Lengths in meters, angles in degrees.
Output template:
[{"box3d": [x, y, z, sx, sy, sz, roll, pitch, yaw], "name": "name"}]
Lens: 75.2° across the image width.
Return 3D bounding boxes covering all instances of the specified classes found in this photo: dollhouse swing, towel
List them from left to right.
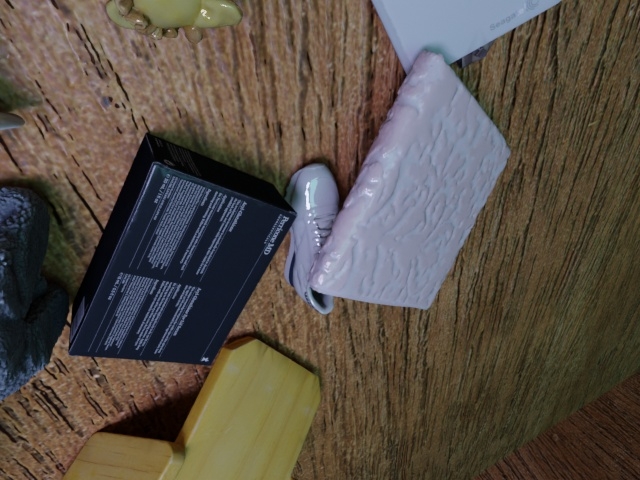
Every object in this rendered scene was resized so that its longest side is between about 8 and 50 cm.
[{"box3d": [-0.214, 0.368, 0.786, 0.315, 0.305, 0.347, -10, 143, 31], "name": "dollhouse swing"}, {"box3d": [0.154, -0.055, 0.637, 0.317, 0.053, 0.332, 18, 101, -49], "name": "towel"}]

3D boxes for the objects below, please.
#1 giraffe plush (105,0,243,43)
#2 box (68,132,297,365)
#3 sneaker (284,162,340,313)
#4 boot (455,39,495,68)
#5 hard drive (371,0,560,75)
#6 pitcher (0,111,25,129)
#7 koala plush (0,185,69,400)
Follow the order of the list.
[{"box3d": [-0.140, -0.253, 0.333, 0.210, 0.181, 0.170, -49, 154, -6], "name": "giraffe plush"}, {"box3d": [-0.179, 0.027, 0.534, 0.184, 0.103, 0.261, 20, 110, -35], "name": "box"}, {"box3d": [0.000, 0.000, 0.626, 0.090, 0.095, 0.235, -13, 126, -20], "name": "sneaker"}, {"box3d": [0.203, -0.300, 0.569, 0.087, 0.042, 0.118, -41, 126, 12], "name": "boot"}, {"box3d": [0.130, -0.346, 0.443, 0.203, 0.040, 0.307, -25, 136, 20], "name": "hard drive"}, {"box3d": [-0.343, -0.127, 0.281, 0.125, 0.177, 0.207, -9, 134, 12], "name": "pitcher"}, {"box3d": [-0.394, 0.067, 0.393, 0.221, 0.203, 0.196, -1, 122, -16], "name": "koala plush"}]
